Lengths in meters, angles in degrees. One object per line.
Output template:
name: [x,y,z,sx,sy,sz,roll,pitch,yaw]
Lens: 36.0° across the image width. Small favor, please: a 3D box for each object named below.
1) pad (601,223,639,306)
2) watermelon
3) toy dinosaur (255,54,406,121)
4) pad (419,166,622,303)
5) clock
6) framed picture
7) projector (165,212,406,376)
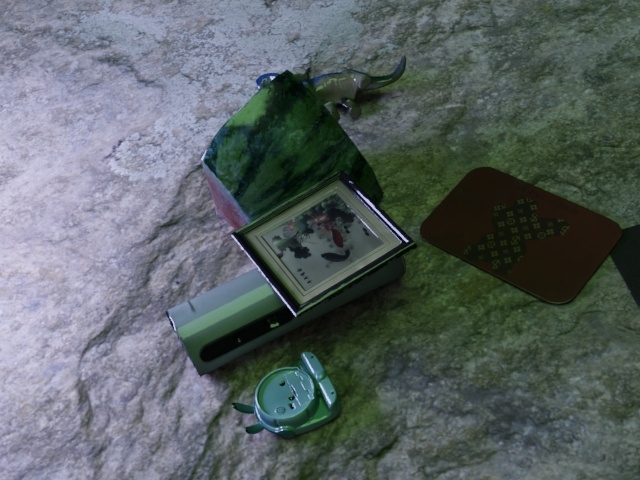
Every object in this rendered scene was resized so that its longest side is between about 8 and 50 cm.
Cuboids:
pad: [0.523,0.014,1.390,0.211,0.003,0.143,-15,48,0]
watermelon: [-0.066,-0.117,1.530,0.213,0.262,0.201,-40,25,-16]
toy dinosaur: [0.019,-0.286,1.728,0.247,0.075,0.188,-26,42,-1]
pad: [0.295,-0.014,1.466,0.267,0.004,0.181,28,61,33]
clock: [-0.046,0.217,1.327,0.135,0.041,0.101,-27,49,-10]
framed picture: [0.000,0.000,1.380,0.199,0.010,0.195,-31,49,-13]
projector: [-0.048,0.074,1.407,0.337,0.108,0.108,-26,49,-9]
